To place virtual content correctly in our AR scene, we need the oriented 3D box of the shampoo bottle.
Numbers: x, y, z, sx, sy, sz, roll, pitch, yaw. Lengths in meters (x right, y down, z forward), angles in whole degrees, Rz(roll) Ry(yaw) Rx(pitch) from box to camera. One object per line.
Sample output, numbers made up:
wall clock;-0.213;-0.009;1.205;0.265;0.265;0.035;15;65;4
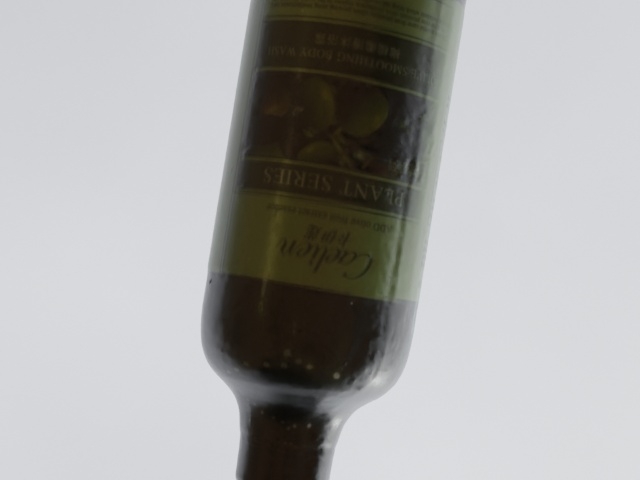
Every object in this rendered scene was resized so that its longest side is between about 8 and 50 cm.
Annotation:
shampoo bottle;0.000;0.000;0.589;0.101;0.101;0.283;9;-92;15
